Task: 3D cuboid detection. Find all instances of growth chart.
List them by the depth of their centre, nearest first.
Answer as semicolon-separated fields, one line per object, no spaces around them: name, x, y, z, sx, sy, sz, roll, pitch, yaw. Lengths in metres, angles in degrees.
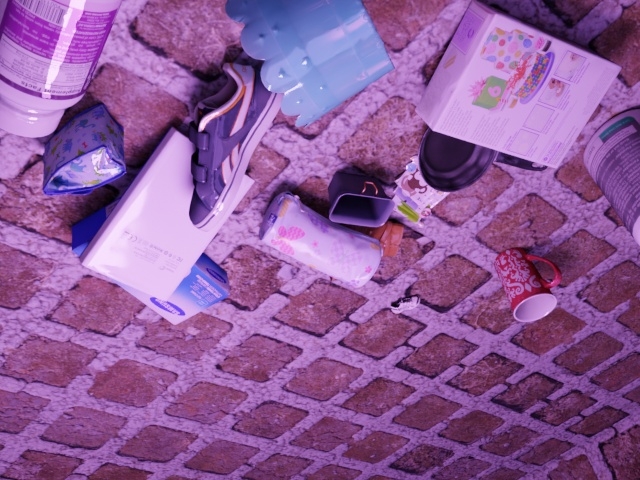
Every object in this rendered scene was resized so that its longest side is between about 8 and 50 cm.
growth chart;0.249;-0.135;1.633;0.172;0.021;0.237;23;125;-34

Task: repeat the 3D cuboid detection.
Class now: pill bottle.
pill bottle;-0.426;-0.311;1.121;0.169;0.169;0.301;14;131;-30
pill bottle;0.739;-0.101;1.563;0.204;0.361;0.204;-8;138;-8

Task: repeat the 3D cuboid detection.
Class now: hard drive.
hard drive;-0.304;-0.045;1.455;0.210;0.040;0.318;31;98;-40

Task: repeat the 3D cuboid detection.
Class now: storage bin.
storage bin;0.081;-0.099;1.566;0.135;0.091;0.098;6;134;-24

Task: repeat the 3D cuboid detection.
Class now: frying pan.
frying pan;0.346;-0.212;1.543;0.326;0.053;0.197;-15;123;-18

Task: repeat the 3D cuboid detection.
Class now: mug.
mug;0.537;0.103;1.867;0.150;0.169;0.113;-25;137;9

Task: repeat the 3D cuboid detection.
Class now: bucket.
bucket;-0.016;-0.337;1.152;0.183;0.281;0.281;-27;137;10

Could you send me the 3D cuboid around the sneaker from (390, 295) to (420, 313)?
sneaker;0.227;0.169;1.946;0.083;0.032;0.037;-27;137;11

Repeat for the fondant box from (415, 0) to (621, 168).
fondant box;0.386;-0.295;1.415;0.330;0.096;0.238;11;120;-28

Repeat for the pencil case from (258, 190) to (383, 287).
pencil case;0.000;0.000;1.585;0.273;0.113;0.124;28;90;-17

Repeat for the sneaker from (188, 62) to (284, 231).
sneaker;-0.192;-0.177;1.342;0.128;0.126;0.321;22;101;-29

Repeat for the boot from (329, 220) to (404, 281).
boot;0.106;0.028;1.724;0.153;0.073;0.197;4;134;-20

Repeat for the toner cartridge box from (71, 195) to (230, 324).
toner cartridge box;-0.365;0.049;1.600;0.165;0.075;0.348;-28;137;14

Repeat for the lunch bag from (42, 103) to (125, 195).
lunch bag;-0.436;-0.155;1.317;0.151;0.128;0.096;-23;138;6
